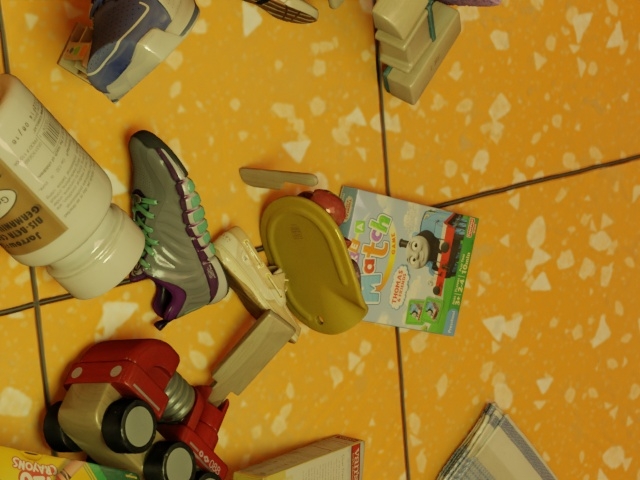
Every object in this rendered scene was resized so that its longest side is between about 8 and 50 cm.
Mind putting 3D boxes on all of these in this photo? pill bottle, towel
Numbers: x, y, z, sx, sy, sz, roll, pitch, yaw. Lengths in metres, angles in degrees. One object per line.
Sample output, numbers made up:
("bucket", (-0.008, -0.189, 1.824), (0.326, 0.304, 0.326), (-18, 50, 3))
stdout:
("pill bottle", (-0.288, -0.048, 1.567), (0.131, 0.131, 0.229), (-53, 124, -19))
("towel", (0.206, 0.384, 2.083), (0.285, 0.034, 0.209), (-52, 126, -17))

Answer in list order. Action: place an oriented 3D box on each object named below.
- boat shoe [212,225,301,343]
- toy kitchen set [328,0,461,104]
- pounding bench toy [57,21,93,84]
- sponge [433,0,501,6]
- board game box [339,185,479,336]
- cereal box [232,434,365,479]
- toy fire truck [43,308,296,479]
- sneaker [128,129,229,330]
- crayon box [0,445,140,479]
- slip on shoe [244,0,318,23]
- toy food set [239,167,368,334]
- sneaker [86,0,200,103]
("boat shoe", (-0.067, 0.052, 1.798), (0.059, 0.063, 0.170), (-49, 124, -18))
("toy kitchen set", (0.065, -0.289, 1.848), (0.122, 0.166, 0.207), (-57, 162, -15))
("pounding bench toy", (-0.223, -0.190, 1.636), (0.083, 0.065, 0.052), (32, 78, -37))
("sponge", (0.112, -0.337, 1.839), (0.210, 0.117, 0.031), (25, 83, -38))
("board game box", (0.100, 0.029, 1.939), (0.211, 0.039, 0.160), (12, 91, -37))
("cereal box", (-0.027, 0.339, 1.836), (0.240, 0.047, 0.173), (-7, 103, -59))
("toy fire truck", (-0.155, 0.168, 1.716), (0.217, 0.158, 0.246), (52, 46, -37))
("sneaker", (-0.178, -0.008, 1.693), (0.098, 0.083, 0.224), (-33, 117, -24))
("crayon box", (-0.298, 0.297, 1.510), (0.278, 0.081, 0.165), (20, 43, -40))
("slip on shoe", (-0.056, -0.287, 1.765), (0.135, 0.051, 0.041), (17, 75, -32))
("toy food set", (0.000, 0.000, 1.809), (0.071, 0.128, 0.218), (-35, 114, -43))
("sneaker", (-0.208, -0.297, 1.571), (0.182, 0.127, 0.316), (36, 44, -21))
